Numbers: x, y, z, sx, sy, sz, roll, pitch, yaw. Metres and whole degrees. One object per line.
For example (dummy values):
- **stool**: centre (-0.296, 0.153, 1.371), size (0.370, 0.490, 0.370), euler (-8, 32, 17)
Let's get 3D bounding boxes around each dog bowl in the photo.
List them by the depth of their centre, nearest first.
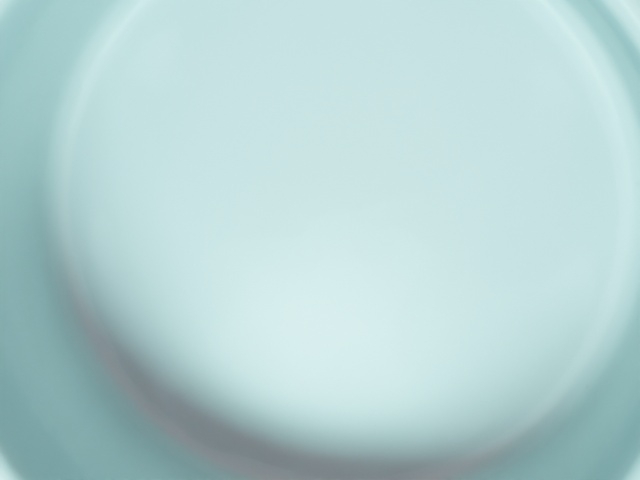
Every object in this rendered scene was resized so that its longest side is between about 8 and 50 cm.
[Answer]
- **dog bowl**: centre (0.000, 0.000, 0.369), size (0.265, 0.104, 0.265), euler (2, 101, 9)

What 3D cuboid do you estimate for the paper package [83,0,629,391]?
- **paper package**: centre (0.031, -0.067, 0.491), size (0.325, 0.168, 0.309), euler (-34, 94, 12)
